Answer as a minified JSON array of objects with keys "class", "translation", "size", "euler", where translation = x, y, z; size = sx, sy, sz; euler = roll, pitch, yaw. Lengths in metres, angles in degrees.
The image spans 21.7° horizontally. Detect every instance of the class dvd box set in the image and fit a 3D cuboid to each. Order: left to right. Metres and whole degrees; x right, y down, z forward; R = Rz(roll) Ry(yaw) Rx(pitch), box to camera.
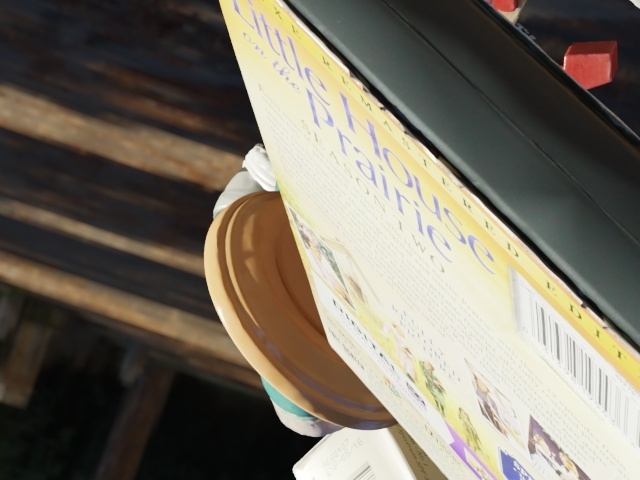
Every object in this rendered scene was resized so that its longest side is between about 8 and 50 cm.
[{"class":"dvd box set","translation":[0.086,0.044,0.780],"size":[0.307,0.062,0.420],"euler":[47,167,27]}]

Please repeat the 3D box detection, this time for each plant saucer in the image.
[{"class":"plant saucer","translation":[0.008,0.041,1.191],"size":[0.200,0.200,0.037],"euler":[21,131,-32]}]

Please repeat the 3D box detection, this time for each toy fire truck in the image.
[{"class":"toy fire truck","translation":[0.148,-0.188,1.403],"size":[0.192,0.135,0.047],"euler":[-4,-160,18]}]

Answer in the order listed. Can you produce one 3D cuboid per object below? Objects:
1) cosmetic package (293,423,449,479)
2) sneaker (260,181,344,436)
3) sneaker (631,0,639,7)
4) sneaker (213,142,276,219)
[{"class":"cosmetic package","translation":[0.137,0.246,1.491],"size":[0.309,0.113,0.160],"euler":[13,-140,-48]},{"class":"sneaker","translation":[0.000,0.000,1.349],"size":[0.108,0.302,0.121],"euler":[-6,143,11]},{"class":"sneaker","translation":[0.292,-0.190,1.012],"size":[0.366,0.150,0.135],"euler":[-4,-121,-57]},{"class":"sneaker","translation":[-0.015,0.000,1.812],"size":[0.271,0.108,0.100],"euler":[36,172,42]}]
